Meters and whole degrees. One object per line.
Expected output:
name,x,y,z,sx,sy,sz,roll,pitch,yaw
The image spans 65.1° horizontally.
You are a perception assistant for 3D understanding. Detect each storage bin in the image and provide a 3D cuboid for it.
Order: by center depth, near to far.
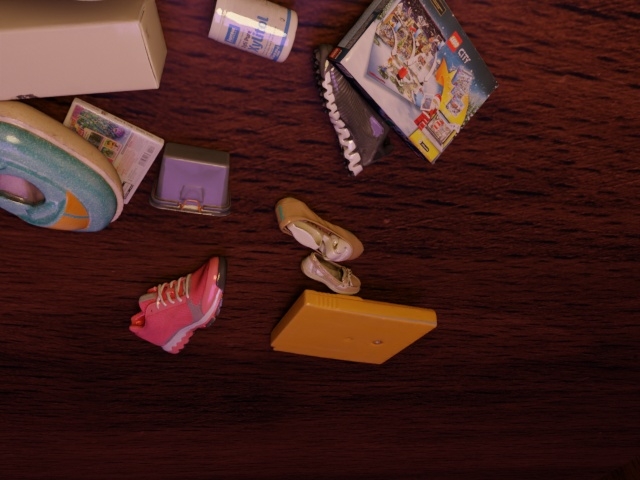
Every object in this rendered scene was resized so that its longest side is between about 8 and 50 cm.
storage bin,-0.211,-0.103,0.836,0.135,0.098,0.091,7,125,-15

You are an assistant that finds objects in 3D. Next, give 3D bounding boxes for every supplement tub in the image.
supplement tub,-0.090,-0.287,0.668,0.107,0.071,0.071,11,134,-20

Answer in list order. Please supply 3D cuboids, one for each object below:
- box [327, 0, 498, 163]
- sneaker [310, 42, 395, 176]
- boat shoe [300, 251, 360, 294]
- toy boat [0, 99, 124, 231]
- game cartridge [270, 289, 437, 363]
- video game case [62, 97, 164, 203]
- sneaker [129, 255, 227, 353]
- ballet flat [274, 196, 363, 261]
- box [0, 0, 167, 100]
box,0.141,-0.242,0.721,0.233,0.044,0.159,37,94,-36
sneaker,0.059,-0.207,0.774,0.106,0.078,0.234,-21,136,4
boat shoe,0.031,0.070,1.074,0.153,0.056,0.048,29,131,-23
toy boat,-0.465,-0.063,0.760,0.318,0.148,0.267,-17,147,24
game cartridge,0.066,0.214,1.200,0.323,0.053,0.285,13,145,-18
video game case,-0.357,-0.140,0.824,0.143,0.019,0.157,24,129,-29
sneaker,-0.304,0.135,1.052,0.136,0.116,0.314,24,129,-27
ballet flat,0.000,0.000,0.981,0.232,0.073,0.080,31,125,-34
box,-0.349,-0.250,0.643,0.275,0.113,0.094,-4,137,-2
